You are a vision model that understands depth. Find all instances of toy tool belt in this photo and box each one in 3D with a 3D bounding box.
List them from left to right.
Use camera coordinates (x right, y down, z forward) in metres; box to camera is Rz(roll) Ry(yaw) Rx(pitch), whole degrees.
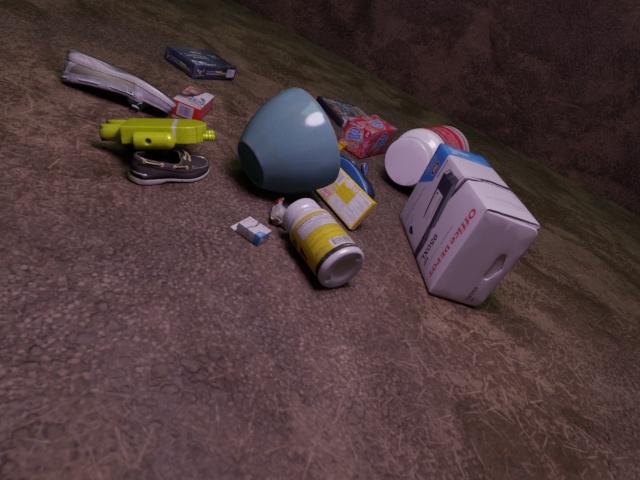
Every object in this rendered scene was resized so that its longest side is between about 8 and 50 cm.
[{"bbox_3d":[-0.101,-0.069,1.127,0.051,0.052,0.083,48,25,-28],"label":"toy tool belt"}]

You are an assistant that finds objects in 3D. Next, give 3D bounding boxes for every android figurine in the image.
[{"bbox_3d":[-0.412,-0.280,1.121,0.272,0.056,0.248,-2,22,-17],"label":"android figurine"}]

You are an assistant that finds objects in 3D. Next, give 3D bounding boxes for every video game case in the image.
[{"bbox_3d":[0.140,-0.606,2.100,0.248,0.035,0.275,2,39,-34],"label":"video game case"}]

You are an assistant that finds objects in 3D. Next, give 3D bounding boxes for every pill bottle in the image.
[{"bbox_3d":[0.000,0.000,1.022,0.119,0.119,0.208,-2,41,-38],"label":"pill bottle"},{"bbox_3d":[0.420,-0.331,1.713,0.229,0.229,0.407,39,33,20],"label":"pill bottle"}]

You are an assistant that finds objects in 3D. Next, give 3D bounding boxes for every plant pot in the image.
[{"bbox_3d":[-0.111,-0.247,1.195,0.195,0.290,0.290,-30,58,-24],"label":"plant pot"}]

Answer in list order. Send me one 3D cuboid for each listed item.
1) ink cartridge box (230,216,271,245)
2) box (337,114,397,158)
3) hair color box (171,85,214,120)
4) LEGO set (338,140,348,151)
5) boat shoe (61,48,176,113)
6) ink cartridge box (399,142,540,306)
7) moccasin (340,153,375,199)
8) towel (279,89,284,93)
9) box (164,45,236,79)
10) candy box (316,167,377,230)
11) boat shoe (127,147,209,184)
[{"bbox_3d":[-0.165,-0.027,1.026,0.083,0.028,0.048,33,32,12],"label":"ink cartridge box"},{"bbox_3d":[0.201,-0.439,1.813,0.128,0.123,0.256,39,33,18],"label":"box"},{"bbox_3d":[-0.425,-0.457,1.447,0.093,0.053,0.167,20,31,-9],"label":"hair color box"},{"bbox_3d":[0.040,-0.340,1.585,0.227,0.087,0.093,42,35,22],"label":"LEGO set"},{"bbox_3d":[-0.595,-0.455,1.294,0.320,0.103,0.118,21,12,-19],"label":"boat shoe"},{"bbox_3d":[0.394,-0.057,1.234,0.166,0.286,0.395,16,32,-14],"label":"ink cartridge box"},{"bbox_3d":[0.083,-0.225,1.401,0.116,0.138,0.342,3,39,-40],"label":"moccasin"},{"bbox_3d":[-0.121,-0.626,1.949,0.113,0.023,0.152,10,35,-24],"label":"towel"},{"bbox_3d":[-0.496,-0.739,1.804,0.183,0.059,0.232,38,33,20],"label":"box"},{"bbox_3d":[0.070,-0.132,1.283,0.027,0.105,0.206,22,24,-51],"label":"candy box"},{"bbox_3d":[-0.365,-0.191,1.082,0.081,0.069,0.227,39,34,21],"label":"boat shoe"}]
